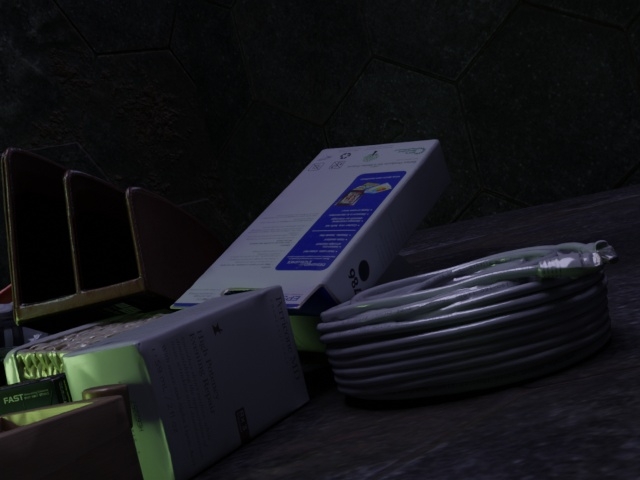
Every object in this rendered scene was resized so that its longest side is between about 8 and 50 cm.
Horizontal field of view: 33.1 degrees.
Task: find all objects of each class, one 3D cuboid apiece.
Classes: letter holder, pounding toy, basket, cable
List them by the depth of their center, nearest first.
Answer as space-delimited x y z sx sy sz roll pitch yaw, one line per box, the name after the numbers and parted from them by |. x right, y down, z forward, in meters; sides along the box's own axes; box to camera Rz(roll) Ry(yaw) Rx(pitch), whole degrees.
-0.193 0.160 0.702 0.181 0.094 0.206 -14 -1 37 | pounding toy
0.128 0.070 0.954 0.257 0.089 0.257 -15 1 3 | cable
-0.205 0.140 1.061 0.103 0.113 0.167 -7 6 41 | basket
-0.226 0.001 1.266 0.152 0.214 0.302 -14 -16 12 | letter holder

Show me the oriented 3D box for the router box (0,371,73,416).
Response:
-0.254 0.167 0.905 0.122 0.092 0.038 -14 2 17 | router box

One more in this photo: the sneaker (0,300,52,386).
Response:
-0.363 0.152 1.284 0.153 0.101 0.268 24 30 21 | sneaker

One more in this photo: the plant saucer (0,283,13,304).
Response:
-0.291 0.092 1.495 0.258 0.047 0.259 26 48 27 | plant saucer

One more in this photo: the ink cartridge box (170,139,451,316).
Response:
0.000 0.000 1.150 0.165 0.065 0.332 0 31 35 | ink cartridge box

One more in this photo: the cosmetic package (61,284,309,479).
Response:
-0.102 0.117 0.900 0.085 0.117 0.231 -12 4 28 | cosmetic package

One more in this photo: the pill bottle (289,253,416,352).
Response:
0.001 0.065 1.257 0.131 0.131 0.229 -16 7 -38 | pill bottle
